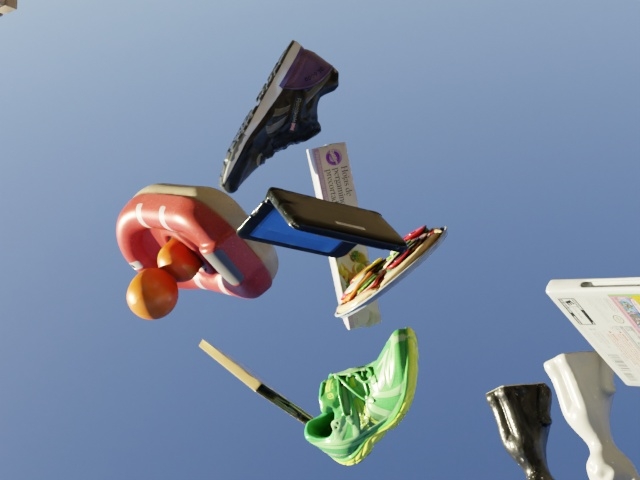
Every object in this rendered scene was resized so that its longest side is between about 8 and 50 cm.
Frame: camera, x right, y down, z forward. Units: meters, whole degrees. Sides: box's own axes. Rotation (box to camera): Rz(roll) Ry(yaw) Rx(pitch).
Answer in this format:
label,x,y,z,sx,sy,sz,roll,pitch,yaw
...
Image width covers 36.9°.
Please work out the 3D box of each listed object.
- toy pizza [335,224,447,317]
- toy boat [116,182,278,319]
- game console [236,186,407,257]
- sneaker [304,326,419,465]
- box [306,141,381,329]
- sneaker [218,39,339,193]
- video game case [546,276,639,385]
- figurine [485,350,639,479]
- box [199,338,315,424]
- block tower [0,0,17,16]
label,x,y,z,sx,sy,sz,roll,pitch,yaw
toy pizza,0.094,0.037,1.344,0.201,0.032,0.201,-39,-178,2
toy boat,-0.168,0.027,1.118,0.151,0.151,0.231,-51,-151,-21
game console,0.000,0.000,0.886,0.122,0.071,0.107,12,-158,-28
sneaker,0.065,0.252,1.531,0.123,0.295,0.109,22,-147,-14
box,0.041,-0.008,1.668,0.063,0.324,0.067,-13,-175,-9
sneaker,-0.066,-0.189,1.633,0.124,0.283,0.107,30,-176,-10
video game case,0.401,0.113,1.134,0.193,0.212,0.023,-5,-132,50
figurine,0.347,0.285,1.349,0.092,0.209,0.215,6,150,-32
box,-0.114,0.256,1.727,0.021,0.164,0.201,-54,-140,-6
block tower,-0.508,-0.331,1.069,0.091,0.097,0.335,-7,170,39
